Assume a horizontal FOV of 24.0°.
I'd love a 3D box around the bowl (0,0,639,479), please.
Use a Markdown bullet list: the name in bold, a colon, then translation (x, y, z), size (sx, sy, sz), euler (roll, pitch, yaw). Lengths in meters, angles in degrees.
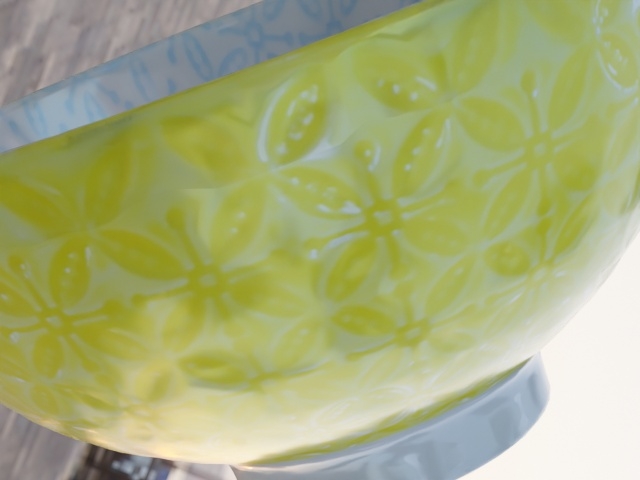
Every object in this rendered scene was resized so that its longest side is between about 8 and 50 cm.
- **bowl**: translation (0.000, 0.000, 0.515), size (0.289, 0.290, 0.156), euler (-74, 145, -74)
